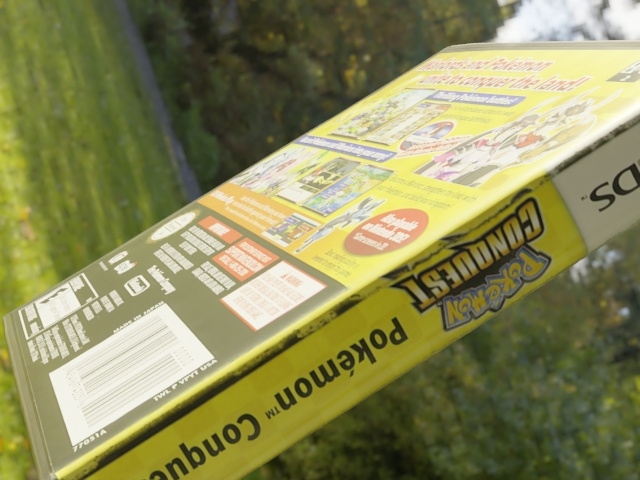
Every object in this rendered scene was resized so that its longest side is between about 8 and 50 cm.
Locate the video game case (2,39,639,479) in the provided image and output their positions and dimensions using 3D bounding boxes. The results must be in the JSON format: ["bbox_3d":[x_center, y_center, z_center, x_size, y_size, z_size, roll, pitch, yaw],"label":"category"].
[{"bbox_3d":[0.000,0.000,0.547,0.035,0.248,0.275,60,-9,-14],"label":"video game case"}]
